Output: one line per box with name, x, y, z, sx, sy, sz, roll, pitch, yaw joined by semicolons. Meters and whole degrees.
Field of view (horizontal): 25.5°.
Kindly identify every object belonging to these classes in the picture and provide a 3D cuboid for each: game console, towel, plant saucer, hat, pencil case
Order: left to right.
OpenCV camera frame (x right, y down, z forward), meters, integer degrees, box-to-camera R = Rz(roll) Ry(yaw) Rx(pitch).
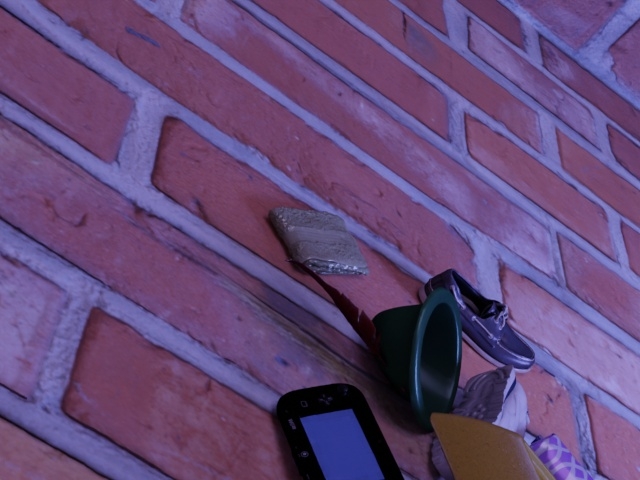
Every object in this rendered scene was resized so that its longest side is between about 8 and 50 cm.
towel;0.000;0.000;1.901;0.148;0.027;0.110;6;45;-49
game console;0.033;0.280;1.479;0.213;0.044;0.361;0;37;-22
hat;0.069;0.132;1.812;0.173;0.183;0.208;-1;94;-65
plant saucer;0.263;0.366;1.552;0.333;0.081;0.332;49;16;-50
pencil case;0.319;0.341;1.786;0.206;0.088;0.086;52;22;17

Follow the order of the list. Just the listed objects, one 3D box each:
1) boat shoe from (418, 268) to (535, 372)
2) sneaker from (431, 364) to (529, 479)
boat shoe;0.236;0.114;2.013;0.206;0.065;0.075;36;28;-14
sneaker;0.214;0.247;1.791;0.235;0.090;0.095;-44;114;-55
